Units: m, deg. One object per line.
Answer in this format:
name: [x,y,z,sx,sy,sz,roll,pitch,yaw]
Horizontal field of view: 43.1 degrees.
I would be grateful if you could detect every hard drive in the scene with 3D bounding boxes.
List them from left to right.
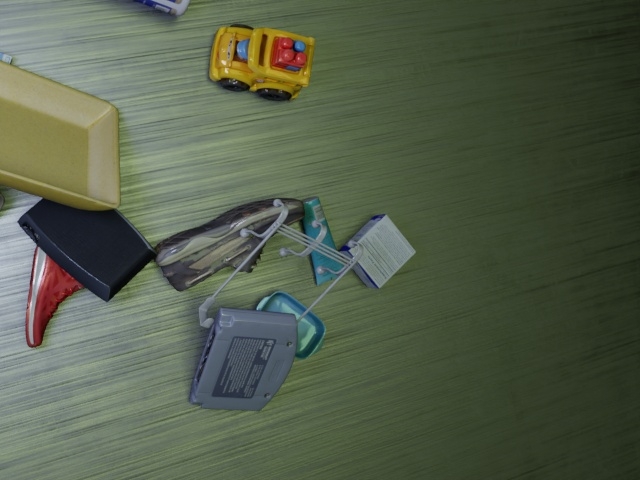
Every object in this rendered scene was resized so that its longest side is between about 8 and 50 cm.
hard drive: [-0.484,-0.011,1.694,0.255,0.054,0.172,41,62,3]

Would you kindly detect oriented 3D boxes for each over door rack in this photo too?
over door rack: [-0.094,0.081,1.783,0.240,0.108,0.324,27,107,-31]

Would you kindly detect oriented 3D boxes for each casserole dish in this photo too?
casserole dish: [-0.075,0.200,1.911,0.188,0.037,0.114,39,77,-17]

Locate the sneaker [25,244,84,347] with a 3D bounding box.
sneaker: [-0.548,0.119,1.706,0.128,0.087,0.221,7,89,-19]

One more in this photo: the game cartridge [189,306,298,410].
game cartridge: [-0.162,0.265,1.785,0.196,0.060,0.294,10,127,-18]

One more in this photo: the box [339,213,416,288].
box: [0.138,0.027,1.972,0.137,0.072,0.126,-43,104,-16]

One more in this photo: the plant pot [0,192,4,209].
plant pot: [-0.795,-0.126,1.548,0.257,0.256,0.274,-34,87,-18]

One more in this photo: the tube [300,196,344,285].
tube: [0.000,0.000,1.936,0.080,0.052,0.207,-20,102,-15]

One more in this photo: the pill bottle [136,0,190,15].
pill bottle: [-0.398,-0.594,1.726,0.265,0.153,0.153,16,84,-21]

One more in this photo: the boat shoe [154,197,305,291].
boat shoe: [-0.195,0.007,1.830,0.356,0.132,0.130,-22,108,-11]

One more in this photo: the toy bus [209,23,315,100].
toy bus: [-0.119,-0.409,1.803,0.221,0.211,0.149,9,88,-19]

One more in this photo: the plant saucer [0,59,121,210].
plant saucer: [-0.569,-0.200,1.605,0.333,0.081,0.332,18,39,-31]

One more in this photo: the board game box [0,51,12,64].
board game box: [-0.732,-0.306,1.662,0.136,0.035,0.201,17,84,-20]
